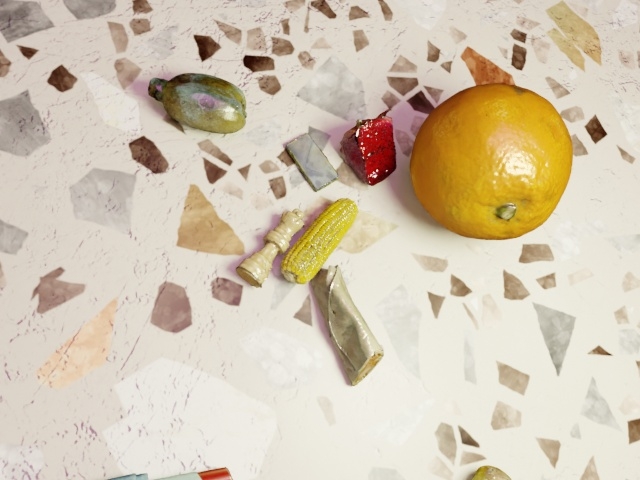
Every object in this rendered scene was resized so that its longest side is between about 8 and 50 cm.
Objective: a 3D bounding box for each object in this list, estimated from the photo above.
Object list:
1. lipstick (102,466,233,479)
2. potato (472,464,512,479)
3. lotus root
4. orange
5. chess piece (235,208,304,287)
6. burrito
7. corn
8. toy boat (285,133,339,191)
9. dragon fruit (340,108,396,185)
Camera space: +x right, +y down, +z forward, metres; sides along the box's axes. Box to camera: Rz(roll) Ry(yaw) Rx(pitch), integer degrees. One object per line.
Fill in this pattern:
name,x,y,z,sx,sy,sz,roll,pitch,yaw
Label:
lipstick,-0.269,0.395,0.953,0.273,0.061,0.068,-5,72,-18
potato,0.305,0.491,1.088,0.107,0.080,0.171,3,67,-15
lotus root,-0.233,-0.266,1.168,0.191,0.088,0.113,12,53,-12
orange,0.326,-0.147,1.180,0.311,0.312,0.313,5,71,-15
chess piece,-0.084,0.007,1.141,0.060,0.060,0.172,38,66,-2
burrito,0.047,0.148,1.126,0.060,0.087,0.226,-4,65,-58
corn,0.000,0.000,1.159,0.072,0.072,0.203,40,66,-1
toy boat,-0.017,-0.158,1.236,0.063,0.016,0.115,-32,83,-23
dragon fruit,0.093,-0.196,1.242,0.102,0.096,0.147,-23,123,-18
